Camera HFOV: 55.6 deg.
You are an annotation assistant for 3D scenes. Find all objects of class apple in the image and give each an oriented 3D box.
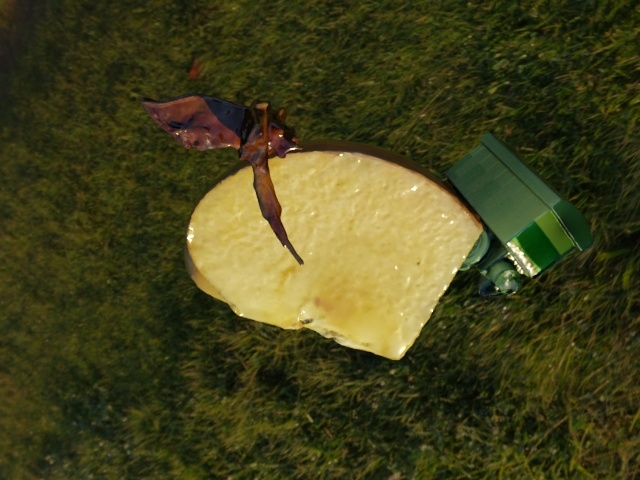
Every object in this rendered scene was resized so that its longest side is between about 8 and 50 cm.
[{"bbox_3d":[0.000,0.000,0.754,0.308,0.252,0.314,24,160,-9],"label":"apple"}]

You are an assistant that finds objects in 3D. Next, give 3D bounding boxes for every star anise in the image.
[{"bbox_3d":[-0.069,-0.065,0.570,0.140,0.158,0.144,27,113,37],"label":"star anise"}]

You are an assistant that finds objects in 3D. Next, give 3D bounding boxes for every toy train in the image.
[{"bbox_3d":[0.283,-0.041,0.993,0.202,0.301,0.120,-39,121,13],"label":"toy train"}]
